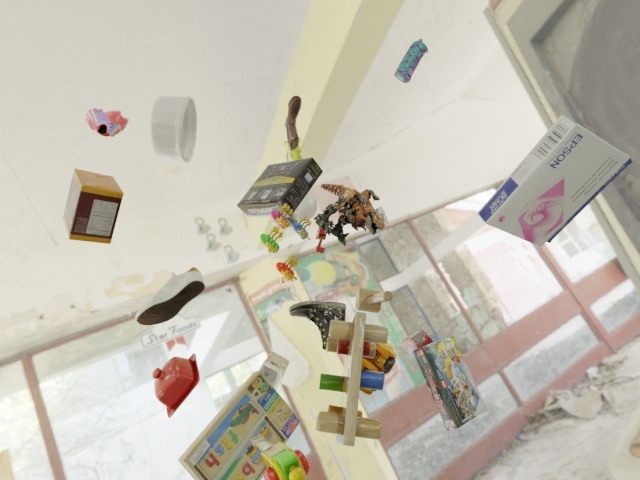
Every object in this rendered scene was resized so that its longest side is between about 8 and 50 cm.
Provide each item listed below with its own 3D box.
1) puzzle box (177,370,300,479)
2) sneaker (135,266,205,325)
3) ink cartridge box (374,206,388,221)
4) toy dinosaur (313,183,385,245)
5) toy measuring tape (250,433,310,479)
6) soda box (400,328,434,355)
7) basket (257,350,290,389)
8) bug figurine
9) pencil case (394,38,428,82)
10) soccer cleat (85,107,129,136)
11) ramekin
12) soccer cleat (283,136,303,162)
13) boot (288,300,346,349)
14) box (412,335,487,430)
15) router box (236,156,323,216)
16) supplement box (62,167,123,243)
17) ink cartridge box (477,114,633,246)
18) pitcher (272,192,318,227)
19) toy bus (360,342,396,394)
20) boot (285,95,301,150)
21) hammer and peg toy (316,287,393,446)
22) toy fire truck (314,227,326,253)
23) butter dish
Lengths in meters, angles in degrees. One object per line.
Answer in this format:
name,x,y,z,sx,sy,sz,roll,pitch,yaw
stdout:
puzzle box,-0.271,0.714,1.495,0.052,0.272,0.409,-28,12,44
sneaker,-0.560,0.207,1.559,0.290,0.123,0.106,-33,-49,0
ink cartridge box,0.317,-0.118,2.294,0.089,0.092,0.143,-27,-9,6
toy dinosaur,0.101,-0.108,1.504,0.164,0.322,0.218,36,-80,-28
toy measuring tape,-0.114,0.619,1.137,0.121,0.122,0.330,-19,-4,-29
soda box,0.472,0.504,2.034,0.083,0.092,0.263,-36,-14,-9
basket,-0.227,0.613,1.927,0.167,0.113,0.103,-63,-4,28
bug figurine,-0.124,0.003,1.486,0.072,0.279,0.216,-12,-47,33
pencil case,0.332,-0.649,1.511,0.152,0.070,0.064,-59,-36,-7
soccer cleat,-0.768,-0.407,1.458,0.095,0.247,0.083,-62,-38,-23
ramekin,-0.618,-0.474,1.760,0.135,0.278,0.277,6,-23,-6
soccer cleat,-0.119,-0.429,2.076,0.093,0.121,0.289,-32,-8,-8
boot,-0.004,0.333,1.628,0.236,0.179,0.085,2,-30,-14
box,0.384,0.415,1.235,0.159,0.233,0.044,-5,-25,-39
router box,-0.168,-0.207,1.662,0.308,0.081,0.243,4,53,50
supplement box,-0.793,-0.119,1.445,0.129,0.191,0.194,10,-72,-41
ink cartridge box,0.662,-0.134,1.147,0.329,0.071,0.324,17,-57,-24
pitcher,-0.116,-0.134,1.932,0.177,0.126,0.207,-9,26,37
toy bus,0.221,0.465,1.659,0.211,0.149,0.220,-23,-35,-61
boot,-0.070,-0.312,1.113,0.037,0.114,0.106,4,-37,-14
hammer and peg toy,0.070,0.257,0.930,0.127,0.362,0.266,8,-23,2
toy fire truck,0.000,0.000,2.211,0.047,0.135,0.192,14,-2,-7
butter dish,-0.467,0.432,1.296,0.118,0.160,0.160,38,-88,-29
